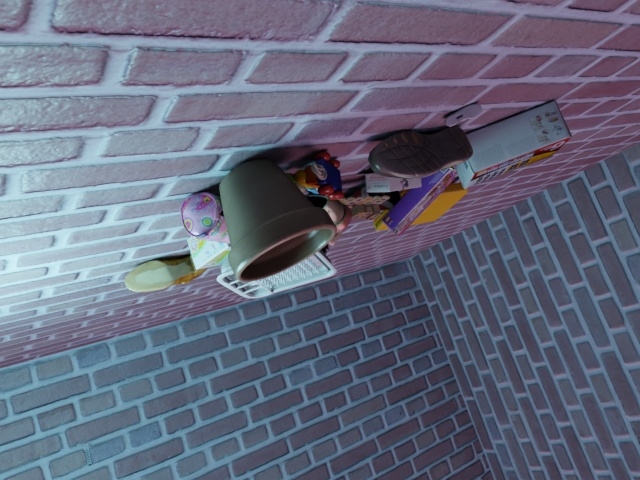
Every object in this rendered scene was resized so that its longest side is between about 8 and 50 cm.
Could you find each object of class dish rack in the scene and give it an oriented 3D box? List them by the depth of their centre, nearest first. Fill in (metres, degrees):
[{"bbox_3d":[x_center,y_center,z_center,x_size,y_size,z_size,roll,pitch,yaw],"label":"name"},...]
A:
[{"bbox_3d":[-0.135,0.084,1.735,0.332,0.072,0.285,-16,155,12],"label":"dish rack"}]

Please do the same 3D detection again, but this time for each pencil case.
[{"bbox_3d":[-0.246,-0.054,1.450,0.124,0.124,0.284,-23,168,18],"label":"pencil case"}]

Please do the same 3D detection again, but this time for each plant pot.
[{"bbox_3d":[-0.123,-0.062,1.294,0.263,0.229,0.263,-25,165,-7],"label":"plant pot"}]

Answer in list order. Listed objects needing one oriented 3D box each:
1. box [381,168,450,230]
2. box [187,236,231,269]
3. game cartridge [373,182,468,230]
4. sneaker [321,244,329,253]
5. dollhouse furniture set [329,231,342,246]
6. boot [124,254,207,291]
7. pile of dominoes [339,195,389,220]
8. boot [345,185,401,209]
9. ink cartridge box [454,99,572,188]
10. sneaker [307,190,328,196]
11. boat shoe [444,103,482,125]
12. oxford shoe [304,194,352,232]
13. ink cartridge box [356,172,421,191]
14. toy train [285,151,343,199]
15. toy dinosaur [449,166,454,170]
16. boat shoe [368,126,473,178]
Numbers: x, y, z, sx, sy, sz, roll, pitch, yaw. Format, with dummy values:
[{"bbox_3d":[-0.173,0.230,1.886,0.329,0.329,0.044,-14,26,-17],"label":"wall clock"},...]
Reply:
[{"bbox_3d":[0.343,-0.147,1.903,0.293,0.057,0.201,-47,165,6],"label":"box"},{"bbox_3d":[-0.304,0.003,1.676,0.114,0.103,0.203,-10,165,-44],"label":"box"},{"bbox_3d":[0.412,-0.141,2.245,0.323,0.053,0.285,-11,159,-28],"label":"game cartridge"},{"bbox_3d":[0.000,0.000,2.148,0.087,0.130,0.227,-22,171,24],"label":"sneaker"},{"bbox_3d":[-0.017,-0.084,1.935,0.101,0.161,0.182,-57,-157,7],"label":"dollhouse furniture set"},{"bbox_3d":[-0.526,0.126,1.903,0.295,0.104,0.211,-20,170,-23],"label":"boot"},{"bbox_3d":[0.079,-0.090,1.758,0.251,0.040,0.196,-4,165,-28],"label":"pile of dominoes"},{"bbox_3d":[0.163,-0.131,1.917,0.176,0.088,0.244,-23,165,37],"label":"boot"},{"bbox_3d":[0.590,-0.288,1.750,0.309,0.130,0.272,-21,170,4],"label":"ink cartridge box"},{"bbox_3d":[-0.014,-0.139,1.631,0.058,0.052,0.135,-19,170,22],"label":"sneaker"},{"bbox_3d":[0.372,-0.328,1.432,0.100,0.035,0.035,-25,-164,10],"label":"boat shoe"},{"bbox_3d":[-0.087,-0.083,1.596,0.348,0.123,0.130,-9,151,30],"label":"oxford shoe"},{"bbox_3d":[0.211,-0.184,1.688,0.181,0.062,0.104,-11,-171,-37],"label":"ink cartridge box"},{"bbox_3d":[-0.040,-0.160,1.382,0.143,0.105,0.248,-9,173,18],"label":"toy train"},{"bbox_3d":[0.342,-0.252,1.685,0.092,0.053,0.183,-24,-154,-39],"label":"toy dinosaur"},{"bbox_3d":[0.265,-0.220,1.505,0.355,0.132,0.130,-12,169,-34],"label":"boat shoe"}]
